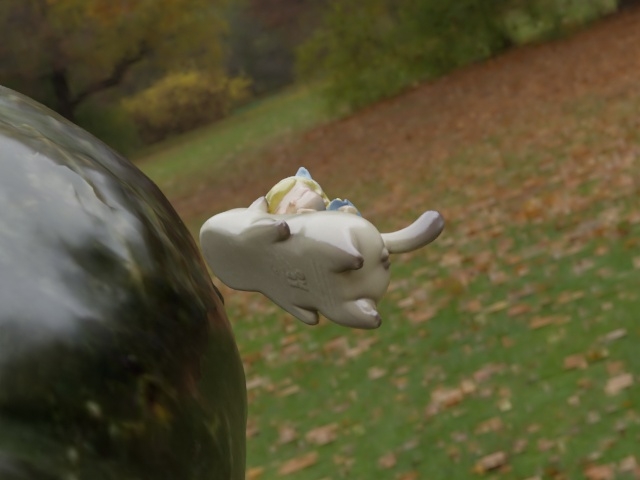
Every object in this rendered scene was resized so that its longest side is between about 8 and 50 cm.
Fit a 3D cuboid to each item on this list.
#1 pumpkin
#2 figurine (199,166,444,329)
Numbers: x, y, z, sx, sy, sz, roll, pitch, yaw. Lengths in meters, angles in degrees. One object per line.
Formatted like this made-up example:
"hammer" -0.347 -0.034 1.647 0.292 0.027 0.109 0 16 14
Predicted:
"pumpkin" -0.214 0.145 0.656 0.344 0.455 0.454 15 -3 -15
"figurine" 0.000 0.000 0.575 0.083 0.047 0.050 17 41 34
